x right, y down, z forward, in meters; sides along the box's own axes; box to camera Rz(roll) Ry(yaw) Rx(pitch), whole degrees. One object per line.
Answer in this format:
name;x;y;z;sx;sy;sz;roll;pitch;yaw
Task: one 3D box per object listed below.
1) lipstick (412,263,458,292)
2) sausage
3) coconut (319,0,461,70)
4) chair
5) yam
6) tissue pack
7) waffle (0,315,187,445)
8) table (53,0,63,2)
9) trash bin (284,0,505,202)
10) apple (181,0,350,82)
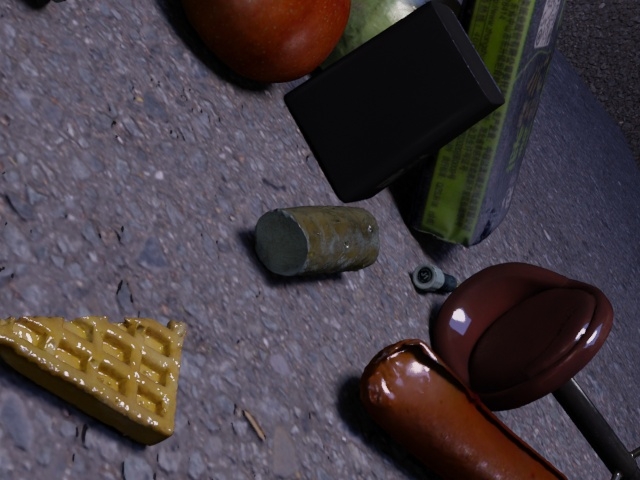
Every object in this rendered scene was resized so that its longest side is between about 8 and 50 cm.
lipstick;0.165;0.057;1.255;0.116;0.037;0.037;19;45;-58
sausage;0.154;0.217;0.987;0.330;0.102;0.102;44;29;-29
coconut;0.105;-0.292;1.337;0.236;0.204;0.236;36;19;-15
chair;0.329;0.218;1.151;0.401;0.226;0.226;51;27;-12
yam;0.000;0.000;0.978;0.179;0.078;0.078;-5;66;-62
tissue pack;0.256;-0.214;1.338;0.124;0.394;0.288;18;22;17
waffle;-0.175;0.059;0.652;0.191;0.032;0.125;42;31;-32
table;-0.277;-0.328;0.793;0.220;0.126;0.126;40;31;-33
trash bin;0.097;-0.178;1.171;0.165;0.225;0.115;61;25;7
apple;-0.056;-0.300;1.094;0.210;0.173;0.235;50;26;-17
